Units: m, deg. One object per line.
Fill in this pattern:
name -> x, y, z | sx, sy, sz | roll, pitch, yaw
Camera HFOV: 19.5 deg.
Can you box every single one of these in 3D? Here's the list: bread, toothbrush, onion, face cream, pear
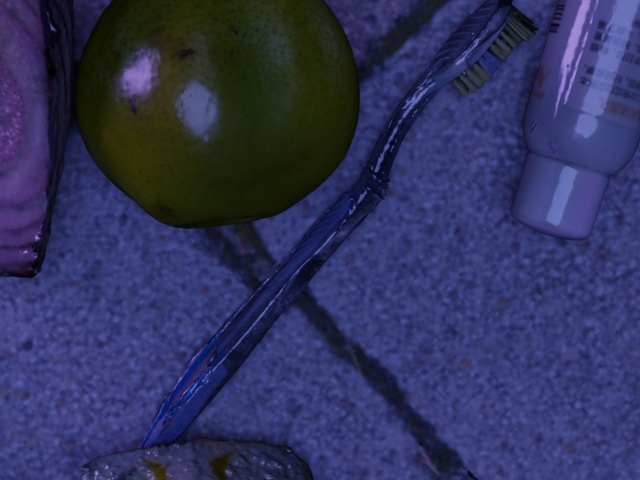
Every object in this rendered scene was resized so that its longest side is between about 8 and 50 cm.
bread -> -0.089, 0.187, 1.242 | 0.157, 0.083, 0.094 | 9, 128, -22
toothbrush -> 0.000, 0.000, 1.251 | 0.042, 0.035, 0.413 | 38, 94, -24
onion -> -0.244, -0.126, 1.198 | 0.247, 0.111, 0.250 | 22, 122, 23
face cream -> 0.190, -0.132, 1.220 | 0.082, 0.082, 0.269 | 18, 94, -3
pear -> -0.066, -0.116, 1.173 | 0.180, 0.166, 0.216 | -3, 92, -4
